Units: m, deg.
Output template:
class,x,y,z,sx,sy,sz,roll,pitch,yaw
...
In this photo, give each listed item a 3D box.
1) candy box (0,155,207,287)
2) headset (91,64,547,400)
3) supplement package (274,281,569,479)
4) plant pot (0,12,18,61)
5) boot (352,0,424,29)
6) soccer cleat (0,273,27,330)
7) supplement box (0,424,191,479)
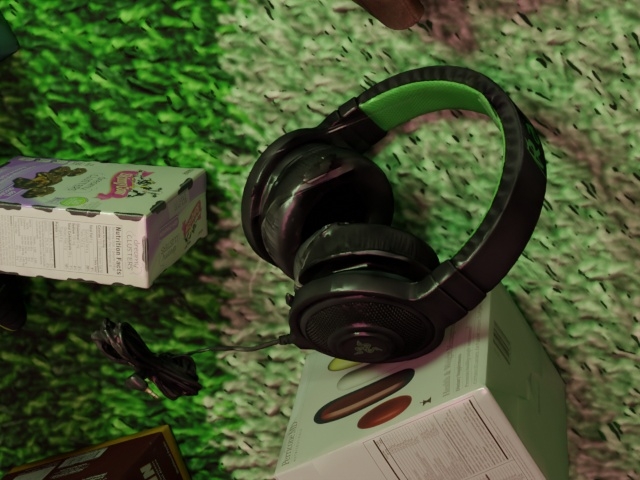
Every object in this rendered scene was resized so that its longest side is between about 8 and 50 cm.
class,x,y,z,sx,sy,sz,roll,pitch,yaw
candy box,-0.220,-0.021,1.370,0.196,0.165,0.070,5,108,13
headset,0.000,0.000,1.260,0.394,0.243,0.185,-41,133,12
supplement package,0.094,0.166,1.309,0.203,0.194,0.149,-26,111,20
plant pot,-0.423,-0.189,1.341,0.165,0.234,0.166,-27,98,20
boot,-0.023,-0.287,1.269,0.090,0.248,0.207,-39,129,-9
soccer cleat,-0.331,0.004,1.465,0.072,0.060,0.179,-28,94,19
supplement box,-0.237,0.293,1.447,0.191,0.194,0.129,-17,100,19
